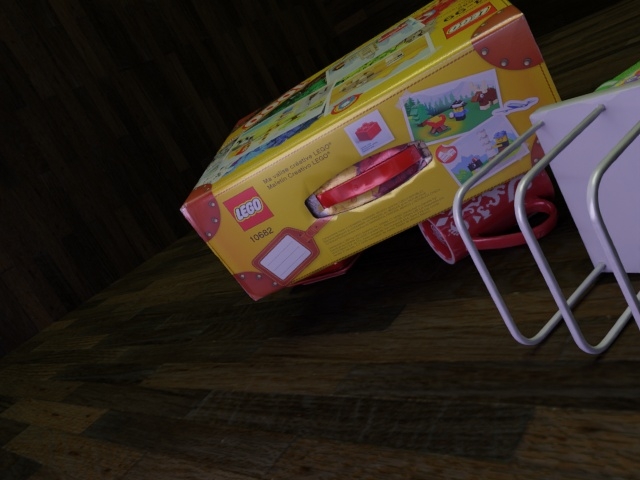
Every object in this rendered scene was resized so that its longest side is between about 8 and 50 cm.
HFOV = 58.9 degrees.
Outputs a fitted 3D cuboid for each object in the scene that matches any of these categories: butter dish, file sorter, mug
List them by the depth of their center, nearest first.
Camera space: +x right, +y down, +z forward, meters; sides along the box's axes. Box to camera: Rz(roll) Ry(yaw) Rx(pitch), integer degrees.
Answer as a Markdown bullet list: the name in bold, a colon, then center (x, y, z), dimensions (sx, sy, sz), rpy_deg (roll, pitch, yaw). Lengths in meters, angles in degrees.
- **file sorter**: center (0.280, -0.013, 0.445), dimensions (0.173, 0.192, 0.278), rpy_deg (-38, 17, -27)
- **mug**: center (0.238, -0.047, 0.810), dimensions (0.169, 0.113, 0.150), rpy_deg (-33, 13, -5)
- **butter dish**: center (0.000, 0.000, 1.070), dimensions (0.160, 0.118, 0.160), rpy_deg (-19, 17, 35)

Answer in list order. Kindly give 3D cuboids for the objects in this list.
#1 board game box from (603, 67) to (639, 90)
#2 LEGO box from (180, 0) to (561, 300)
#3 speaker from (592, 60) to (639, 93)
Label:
- **board game box**: center (0.492, -0.155, 0.635), dimensions (0.142, 0.144, 0.275), rpy_deg (-32, 14, -12)
- **LEGO box**: center (0.078, -0.170, 0.892), dimensions (0.500, 0.193, 0.372), rpy_deg (-26, 25, 20)
- **speaker**: center (0.541, -0.238, 0.874), dimensions (0.297, 0.131, 0.131), rpy_deg (-33, 15, -18)
